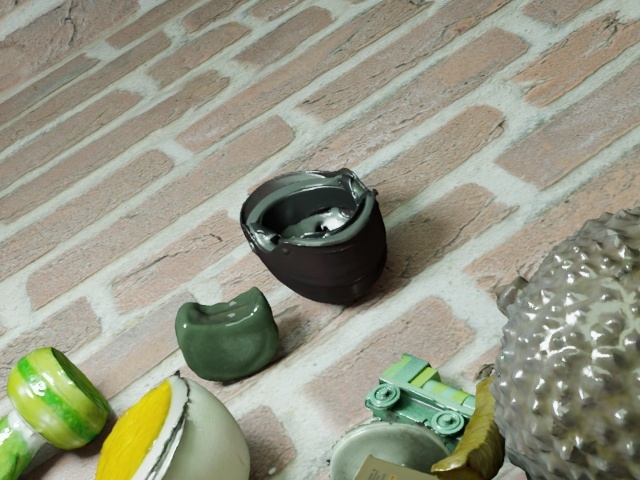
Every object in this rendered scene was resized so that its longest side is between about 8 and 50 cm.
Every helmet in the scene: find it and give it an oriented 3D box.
[{"bbox_3d":[0.000,0.000,1.831,0.225,0.177,0.305,-30,28,-13],"label":"helmet"}]

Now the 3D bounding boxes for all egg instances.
[{"bbox_3d":[-0.220,0.350,1.552,0.286,0.174,0.264,-35,28,39],"label":"egg"}]

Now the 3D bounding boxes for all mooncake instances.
[{"bbox_3d":[-0.159,0.149,1.754,0.168,0.175,0.104,-60,29,28],"label":"mooncake"}]

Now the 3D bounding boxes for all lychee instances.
[{"bbox_3d":[0.387,0.160,1.195,0.432,0.380,0.380,29,61,24],"label":"lychee"}]

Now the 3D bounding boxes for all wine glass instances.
[{"bbox_3d":[0.089,0.398,1.266,0.191,0.190,0.357,-16,33,16],"label":"wine glass"}]

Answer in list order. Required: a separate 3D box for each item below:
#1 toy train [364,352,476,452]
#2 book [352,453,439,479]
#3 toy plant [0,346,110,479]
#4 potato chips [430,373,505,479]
[{"bbox_3d":[0.163,0.242,1.499,0.200,0.083,0.132,20,44,37],"label":"toy train"},{"bbox_3d":[0.155,0.359,1.148,0.310,0.021,0.217,15,37,20],"label":"book"},{"bbox_3d":[-0.525,0.339,1.765,0.316,0.184,0.224,-43,25,-8],"label":"toy plant"},{"bbox_3d":[0.193,0.244,1.267,0.057,0.080,0.407,-18,1,17],"label":"potato chips"}]
